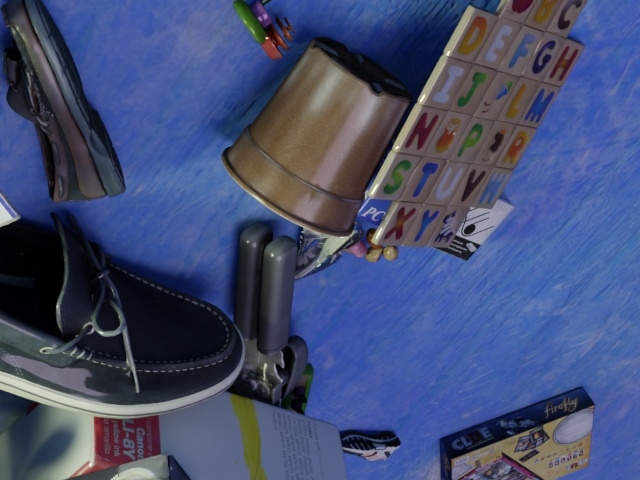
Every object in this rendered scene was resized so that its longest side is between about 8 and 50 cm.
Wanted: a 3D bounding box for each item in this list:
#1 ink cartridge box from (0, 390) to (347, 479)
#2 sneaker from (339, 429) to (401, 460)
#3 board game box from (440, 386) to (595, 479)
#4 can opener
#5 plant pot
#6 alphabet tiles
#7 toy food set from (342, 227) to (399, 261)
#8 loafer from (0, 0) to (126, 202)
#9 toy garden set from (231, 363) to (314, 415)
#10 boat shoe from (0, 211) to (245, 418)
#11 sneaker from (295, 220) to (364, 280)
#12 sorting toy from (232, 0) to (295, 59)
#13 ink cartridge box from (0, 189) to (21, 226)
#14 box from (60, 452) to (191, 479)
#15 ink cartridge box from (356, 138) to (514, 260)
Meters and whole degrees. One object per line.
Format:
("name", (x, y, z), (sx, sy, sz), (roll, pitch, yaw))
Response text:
("ink cartridge box", (-0.190, 0.314, 1.734), (0.384, 0.160, 0.279), (21, 132, -33))
("sneaker", (0.065, 0.302, 2.017), (0.109, 0.040, 0.044), (9, 128, -34))
("board game box", (0.305, 0.331, 2.172), (0.243, 0.042, 0.165), (-18, 137, -12))
("can opener", (-0.059, 0.094, 1.732), (0.095, 0.076, 0.284), (-36, 144, -42))
("plant pot", (0.005, -0.118, 1.502), (0.167, 0.167, 0.165), (17, 113, -39))
("alphabet tiles", (0.182, -0.139, 1.569), (0.285, 0.011, 0.343), (3, 119, -56))
("toy food set", (0.073, 0.005, 1.698), (0.077, 0.019, 0.122), (12, 156, -26))
("loafer", (-0.270, -0.127, 1.388), (0.084, 0.096, 0.268), (-20, 139, -1))
("toy garden set", (-0.132, 0.269, 1.873), (0.244, 0.049, 0.204), (-7, 134, -22))
("boat shoe", (-0.282, 0.067, 1.503), (0.500, 0.187, 0.156), (17, 127, -32))
("sneaker", (0.000, 0.000, 1.688), (0.052, 0.058, 0.135), (-20, 165, -45))
("sorting toy", (-0.054, -0.226, 1.428), (0.042, 0.061, 0.102), (-34, 161, 5))
("ink cartridge box", (-0.472, -0.085, 1.238), (0.307, 0.072, 0.304), (-24, 122, 13))
("box", (-0.253, 0.410, 1.635), (0.318, 0.097, 0.395), (-14, 141, 10))
("ink cartridge box", (0.134, -0.048, 1.711), (0.207, 0.046, 0.097), (20, 118, -40))
